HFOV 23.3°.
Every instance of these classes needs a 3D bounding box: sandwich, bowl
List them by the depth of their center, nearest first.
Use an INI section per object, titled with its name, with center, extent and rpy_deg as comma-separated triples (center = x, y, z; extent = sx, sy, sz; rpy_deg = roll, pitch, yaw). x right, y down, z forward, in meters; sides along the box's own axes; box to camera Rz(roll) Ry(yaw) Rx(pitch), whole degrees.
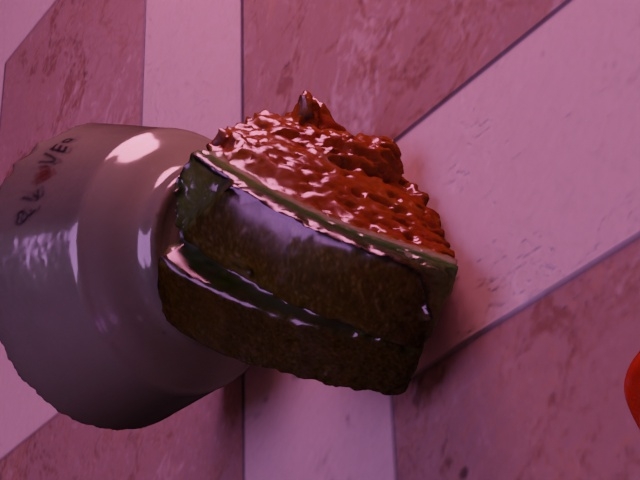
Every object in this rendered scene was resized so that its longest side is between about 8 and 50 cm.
[sandwich]
center = 0.007, 0.004, 0.923
extent = 0.184, 0.160, 0.109
rpy_deg = 24, 124, 20
[bowl]
center = -0.102, 0.017, 1.018
extent = 0.112, 0.211, 0.211
rpy_deg = -10, 65, 42

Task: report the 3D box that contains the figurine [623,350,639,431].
[figurine]
center = 0.202, 0.039, 0.516
extent = 0.257, 0.181, 0.208
rpy_deg = -110, 17, -56
